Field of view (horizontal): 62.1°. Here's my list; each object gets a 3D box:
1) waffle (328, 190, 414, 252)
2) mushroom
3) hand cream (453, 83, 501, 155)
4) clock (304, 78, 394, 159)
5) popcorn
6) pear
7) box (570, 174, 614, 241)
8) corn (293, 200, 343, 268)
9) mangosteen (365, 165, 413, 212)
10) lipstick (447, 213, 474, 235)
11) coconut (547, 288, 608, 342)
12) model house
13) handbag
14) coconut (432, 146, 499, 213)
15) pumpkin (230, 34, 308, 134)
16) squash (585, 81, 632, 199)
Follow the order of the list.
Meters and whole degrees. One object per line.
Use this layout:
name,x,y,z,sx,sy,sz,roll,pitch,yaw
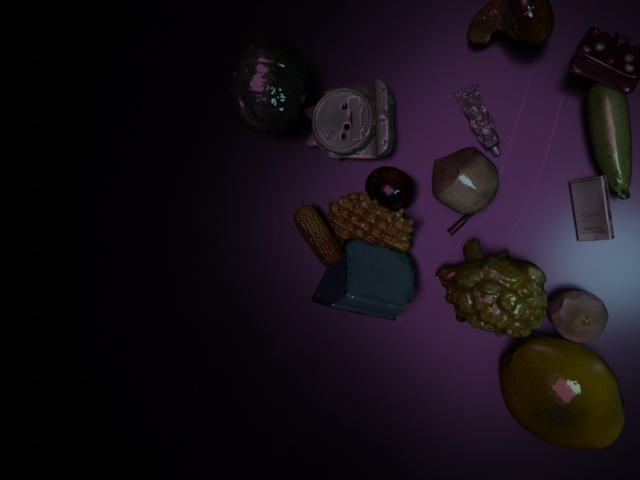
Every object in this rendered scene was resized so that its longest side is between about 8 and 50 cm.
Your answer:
waffle,0.168,-0.052,1.811,0.301,0.058,0.281,13,137,15
mushroom,0.596,-0.705,1.630,0.267,0.267,0.254,38,102,12
hand cream,0.531,-0.397,1.765,0.084,0.050,0.257,-25,82,19
clock,0.093,-0.412,1.864,0.324,0.108,0.265,-3,92,17
popcorn,0.538,0.168,1.671,0.335,0.279,0.274,13,115,4
pear,0.732,0.495,1.625,0.386,0.191,0.340,37,119,9
box,0.845,-0.098,1.655,0.109,0.029,0.198,-7,91,60
corn,0.000,0.000,1.916,0.101,0.101,0.310,-34,87,15
mangosteen,0.229,-0.159,1.815,0.166,0.166,0.180,17,120,16
lipstick,0.500,-0.085,1.797,0.176,0.027,0.027,-45,80,12
coconut,0.788,0.229,1.637,0.171,0.183,0.170,0,91,15
model house,0.140,0.162,1.817,0.281,0.249,0.230,16,59,-21
handbag,0.867,-0.546,1.584,0.203,0.074,0.216,32,56,14
coconut,0.460,-0.199,1.715,0.224,0.224,0.224,1,92,17
pumpkin,-0.176,-0.533,1.853,0.257,0.291,0.327,11,106,-4
squash,0.887,-0.307,1.625,0.118,0.118,0.370,-10,95,17
